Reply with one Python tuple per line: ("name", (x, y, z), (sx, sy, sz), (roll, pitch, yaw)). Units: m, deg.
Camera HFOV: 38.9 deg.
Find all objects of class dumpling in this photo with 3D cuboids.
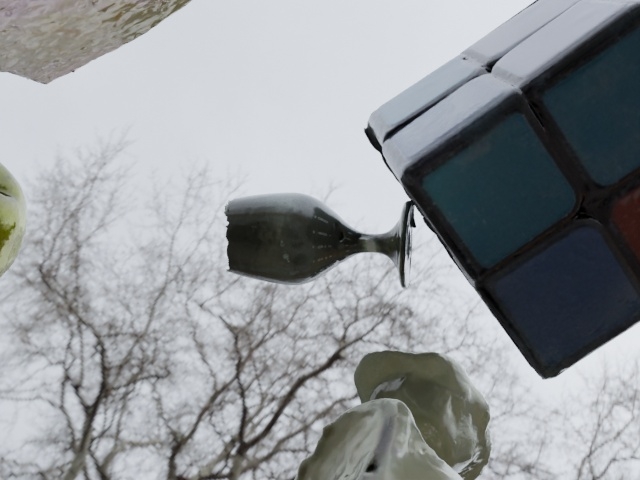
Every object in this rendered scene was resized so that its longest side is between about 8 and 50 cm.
("dumpling", (0.051, 0.368, 0.900), (0.315, 0.233, 0.395), (-34, -118, 35))
("dumpling", (0.155, 0.250, 1.286), (0.162, 0.132, 0.250), (-34, -79, 25))

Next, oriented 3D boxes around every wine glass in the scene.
("wine glass", (0.000, 0.000, 1.181), (0.241, 0.126, 0.126), (2, -63, 11))

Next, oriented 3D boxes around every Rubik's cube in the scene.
("Rubik's cube", (0.273, -0.083, 1.083), (0.318, 0.313, 0.316), (-35, -73, 7))

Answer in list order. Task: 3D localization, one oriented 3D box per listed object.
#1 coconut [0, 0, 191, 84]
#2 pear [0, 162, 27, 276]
("coconut", (-0.198, -0.258, 0.525), (0.353, 0.352, 0.352), (11, -61, 19))
("pear", (-0.622, -0.026, 1.462), (0.294, 0.294, 0.294), (11, -61, 19))
